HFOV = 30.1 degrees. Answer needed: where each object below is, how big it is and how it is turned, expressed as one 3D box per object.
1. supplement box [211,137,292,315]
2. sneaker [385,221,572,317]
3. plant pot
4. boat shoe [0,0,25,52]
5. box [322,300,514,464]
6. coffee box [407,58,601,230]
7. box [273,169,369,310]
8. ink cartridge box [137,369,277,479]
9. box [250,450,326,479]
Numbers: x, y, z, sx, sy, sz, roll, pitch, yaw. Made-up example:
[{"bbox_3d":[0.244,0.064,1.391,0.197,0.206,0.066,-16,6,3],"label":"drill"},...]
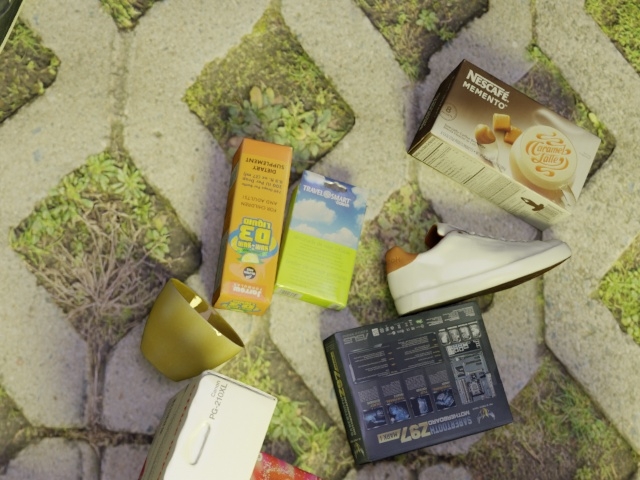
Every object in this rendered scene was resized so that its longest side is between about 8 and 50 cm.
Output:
[{"bbox_3d":[-0.094,-0.019,1.653,0.078,0.080,0.233,10,74,-12],"label":"supplement box"},{"bbox_3d":[0.229,0.017,1.727,0.290,0.106,0.123,-13,76,-22],"label":"sneaker"},{"bbox_3d":[-0.180,0.129,1.566,0.134,0.134,0.095,43,92,-2],"label":"plant pot"},{"bbox_3d":[-0.444,-0.451,1.631,0.186,0.156,0.500,18,68,-10],"label":"boat shoe"},{"bbox_3d":[0.137,0.198,1.671,0.232,0.059,0.183,-12,78,-21],"label":"box"},{"bbox_3d":[0.276,-0.142,1.793,0.246,0.098,0.141,30,68,-7],"label":"coffee box"},{"bbox_3d":[0.000,0.000,1.695,0.109,0.042,0.178,17,70,-13],"label":"box"},{"bbox_3d":[-0.151,0.270,1.462,0.100,0.237,0.172,23,69,-10],"label":"ink cartridge box"},{"bbox_3d":[-0.076,0.396,1.450,0.128,0.123,0.257,25,34,-9],"label":"box"}]
